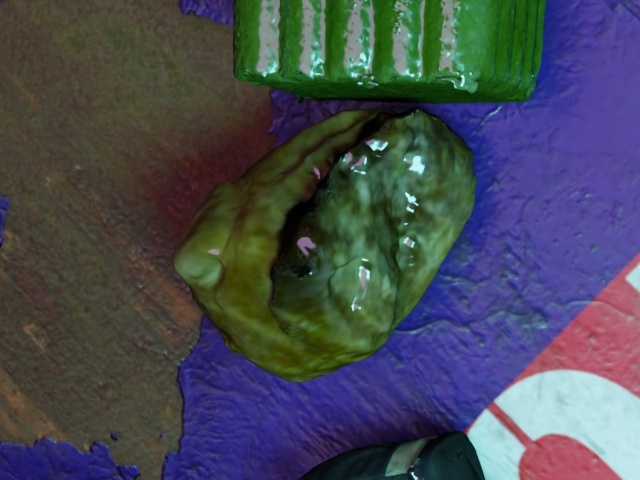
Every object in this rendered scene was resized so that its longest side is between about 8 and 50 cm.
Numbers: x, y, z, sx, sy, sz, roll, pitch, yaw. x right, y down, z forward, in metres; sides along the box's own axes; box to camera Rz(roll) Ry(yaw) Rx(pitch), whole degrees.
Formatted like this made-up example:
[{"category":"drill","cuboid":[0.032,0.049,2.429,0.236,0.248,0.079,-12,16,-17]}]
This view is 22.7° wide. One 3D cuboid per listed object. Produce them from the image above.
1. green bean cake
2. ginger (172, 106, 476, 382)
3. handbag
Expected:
[{"category":"green bean cake","cuboid":[0.066,-0.203,1.440,0.247,0.250,0.156,3,93,22]},{"category":"ginger","cuboid":[0.002,0.002,1.503,0.223,0.200,0.269,2,49,45]},{"category":"handbag","cuboid":[0.096,0.309,1.496,0.181,0.181,0.254,-17,88,25]}]
